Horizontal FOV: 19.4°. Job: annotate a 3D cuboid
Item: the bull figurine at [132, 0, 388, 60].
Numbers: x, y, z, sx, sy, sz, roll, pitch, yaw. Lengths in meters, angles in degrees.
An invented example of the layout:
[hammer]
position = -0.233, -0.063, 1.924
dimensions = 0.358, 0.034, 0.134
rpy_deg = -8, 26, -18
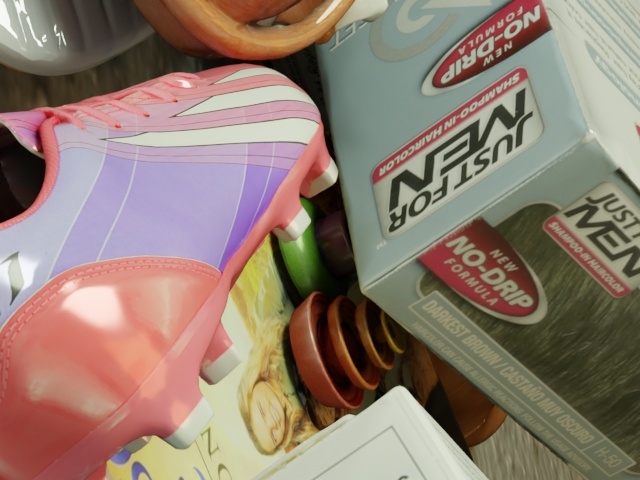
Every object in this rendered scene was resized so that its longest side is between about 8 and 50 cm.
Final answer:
[bull figurine]
position = -0.056, -0.208, 0.686
dimensions = 0.188, 0.101, 0.310
rpy_deg = -13, 82, -51

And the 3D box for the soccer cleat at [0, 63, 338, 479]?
[soccer cleat]
position = -0.058, -0.014, 0.539
dimensions = 0.095, 0.083, 0.248
rpy_deg = 47, 23, -12

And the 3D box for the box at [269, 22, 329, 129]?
[box]
position = 0.029, -0.096, 1.055
dimensions = 0.137, 0.072, 0.126
rpy_deg = -70, 143, -60

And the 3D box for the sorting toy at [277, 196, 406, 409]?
[sorting toy]
position = 0.015, 0.023, 0.750
dimensions = 0.061, 0.042, 0.102
rpy_deg = 50, 26, -46

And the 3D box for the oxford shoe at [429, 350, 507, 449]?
[oxford shoe]
position = 0.091, 0.084, 1.126
dimensions = 0.212, 0.076, 0.076
rpy_deg = 33, 45, -69

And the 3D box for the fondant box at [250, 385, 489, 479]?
[fondant box]
position = 0.100, 0.225, 0.503
dimensions = 0.330, 0.096, 0.238
rpy_deg = 58, 5, 33

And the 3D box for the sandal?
[sandal]
position = -0.076, -0.128, 0.758
dimensions = 0.102, 0.076, 0.265
rpy_deg = 54, 41, -3

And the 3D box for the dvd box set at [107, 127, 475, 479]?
[dvd box set]
position = -0.015, 0.128, 0.719
dimensions = 0.307, 0.062, 0.420
rpy_deg = 68, 18, -4

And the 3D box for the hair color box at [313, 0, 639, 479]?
[hair color box]
position = 0.089, -0.085, 0.863
dimensions = 0.185, 0.114, 0.374
rpy_deg = 40, 25, -35
